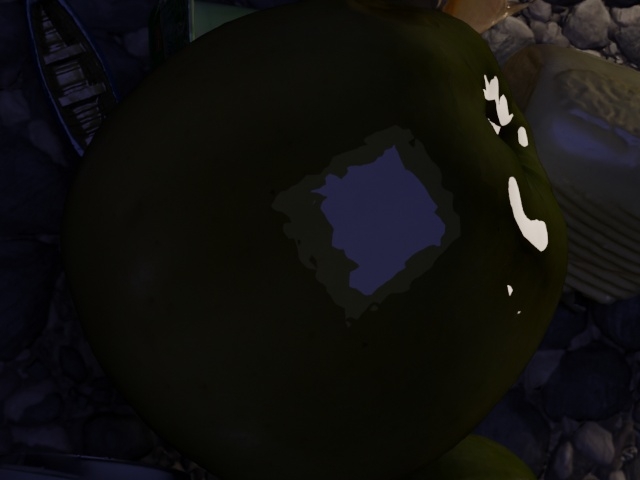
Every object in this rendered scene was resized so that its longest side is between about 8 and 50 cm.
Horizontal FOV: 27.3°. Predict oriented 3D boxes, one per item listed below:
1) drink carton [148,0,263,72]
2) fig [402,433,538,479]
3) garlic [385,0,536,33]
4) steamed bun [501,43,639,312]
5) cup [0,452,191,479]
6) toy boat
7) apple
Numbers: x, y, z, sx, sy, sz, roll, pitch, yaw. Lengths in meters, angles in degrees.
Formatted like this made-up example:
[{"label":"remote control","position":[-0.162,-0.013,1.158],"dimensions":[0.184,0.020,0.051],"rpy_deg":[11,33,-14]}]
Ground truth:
[{"label":"drink carton","position":[-0.102,-0.204,1.449],"dimensions":[0.142,0.144,0.146],"rpy_deg":[3,77,-23]},{"label":"fig","position":[0.116,0.362,1.315],"dimensions":[0.316,0.316,0.316],"rpy_deg":[4,77,-17]},{"label":"garlic","position":[0.184,-0.371,1.517],"dimensions":[0.249,0.313,0.286],"rpy_deg":[-3,84,7]},{"label":"steamed bun","position":[0.303,-0.109,1.515],"dimensions":[0.290,0.273,0.272],"rpy_deg":[19,57,-16]},{"label":"cup","position":[-0.238,0.385,1.213],"dimensions":[0.253,0.253,0.372],"rpy_deg":[13,77,-14]},{"label":"toy boat","position":[-0.275,-0.188,1.437],"dimensions":[0.080,0.046,0.229],"rpy_deg":[-23,85,-20]},{"label":"apple","position":[0.000,0.000,1.222],"dimensions":[0.473,0.473,0.474],"rpy_deg":[4,77,-17]}]
